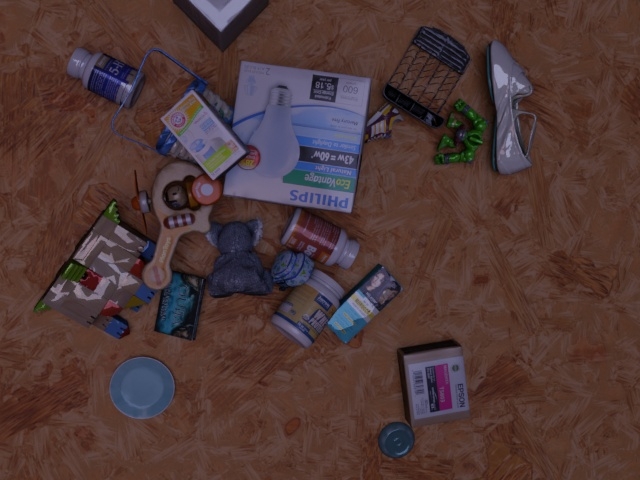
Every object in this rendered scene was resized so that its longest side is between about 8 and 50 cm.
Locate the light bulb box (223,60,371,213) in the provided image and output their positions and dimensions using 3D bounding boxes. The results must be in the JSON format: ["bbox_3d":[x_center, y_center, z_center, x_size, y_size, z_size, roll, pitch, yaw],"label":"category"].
[{"bbox_3d":[-0.057,-0.273,1.805,0.357,0.225,0.361,8,94,4],"label":"light bulb box"}]

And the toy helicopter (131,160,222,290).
[{"bbox_3d":[-0.414,-0.043,1.754,0.234,0.140,0.355,17,89,-11],"label":"toy helicopter"}]

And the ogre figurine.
[{"bbox_3d":[0.425,-0.310,1.962,0.118,0.097,0.197,21,81,2],"label":"ogre figurine"}]

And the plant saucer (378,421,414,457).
[{"bbox_3d":[0.242,0.632,2.060,0.119,0.021,0.119,-1,96,-8],"label":"plant saucer"}]

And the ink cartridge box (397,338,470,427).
[{"bbox_3d":[0.349,0.441,2.024,0.193,0.088,0.235,-9,96,-6],"label":"ink cartridge box"}]

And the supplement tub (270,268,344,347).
[{"bbox_3d":[-0.035,0.197,1.908,0.144,0.144,0.200,39,75,-9],"label":"supplement tub"}]

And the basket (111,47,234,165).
[{"bbox_3d":[-0.390,-0.349,1.791,0.288,0.201,0.255,26,92,-19],"label":"basket"}]

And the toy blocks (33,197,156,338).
[{"bbox_3d":[-0.579,0.108,1.839,0.261,0.191,0.381,35,90,-21],"label":"toy blocks"}]

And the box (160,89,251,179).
[{"bbox_3d":[-0.288,-0.265,1.652,0.114,0.103,0.203,-39,95,6],"label":"box"}]

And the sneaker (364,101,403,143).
[{"bbox_3d":[0.165,-0.321,1.937,0.084,0.069,0.185,43,89,-4],"label":"sneaker"}]

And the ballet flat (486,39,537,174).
[{"bbox_3d":[0.576,-0.397,1.946,0.139,0.139,0.401,-7,100,-7],"label":"ballet flat"}]

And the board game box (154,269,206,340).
[{"bbox_3d":[-0.408,0.188,1.906,0.126,0.026,0.186,11,94,14],"label":"board game box"}]

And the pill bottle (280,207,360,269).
[{"bbox_3d":[0.000,0.000,1.918,0.216,0.121,0.121,26,91,-9],"label":"pill bottle"}]

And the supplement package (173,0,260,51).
[{"bbox_3d":[-0.268,-0.667,1.748,0.198,0.262,0.199,44,88,-9],"label":"supplement package"}]

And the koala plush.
[{"bbox_3d":[-0.237,0.044,1.867,0.196,0.203,0.221,-3,80,-1],"label":"koala plush"}]

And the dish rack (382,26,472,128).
[{"bbox_3d":[0.323,-0.491,1.941,0.208,0.074,0.272,30,90,-10],"label":"dish rack"}]

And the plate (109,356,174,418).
[{"bbox_3d":[-0.526,0.434,1.936,0.188,0.024,0.188,-1,96,-7],"label":"plate"}]

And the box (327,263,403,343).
[{"bbox_3d":[0.127,0.191,1.983,0.244,0.060,0.100,-44,99,-2],"label":"box"}]

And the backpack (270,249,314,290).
[{"bbox_3d":[-0.083,0.081,1.882,0.084,0.114,0.105,42,53,-34],"label":"backpack"}]

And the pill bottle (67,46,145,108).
[{"bbox_3d":[-0.590,-0.451,1.800,0.186,0.112,0.112,25,91,-10],"label":"pill bottle"}]
